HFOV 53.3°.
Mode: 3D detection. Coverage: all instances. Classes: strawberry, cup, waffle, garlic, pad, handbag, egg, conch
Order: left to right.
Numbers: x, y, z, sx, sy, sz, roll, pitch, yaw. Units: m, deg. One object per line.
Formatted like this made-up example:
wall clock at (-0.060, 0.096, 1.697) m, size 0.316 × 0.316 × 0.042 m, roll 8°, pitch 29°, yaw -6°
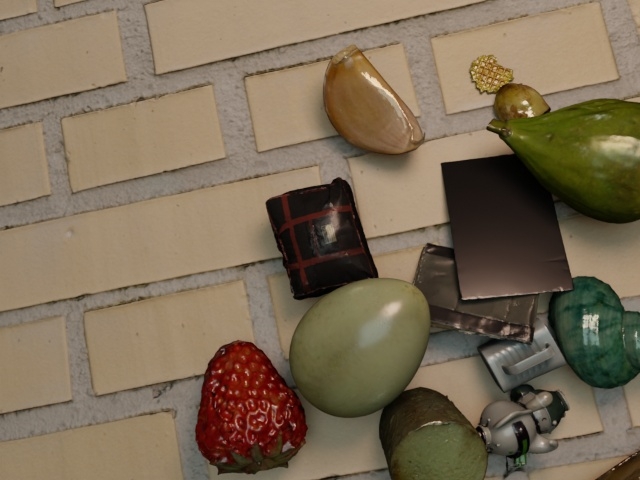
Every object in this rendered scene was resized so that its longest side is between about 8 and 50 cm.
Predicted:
strawberry at (-0.138, 0.297, 1.173) m, size 0.205 × 0.205 × 0.244 m, roll -19°, pitch 59°, yaw 3°
handbag at (0.000, 0.000, 1.207) m, size 0.169 × 0.155 × 0.215 m, roll -18°, pitch 82°, yaw 10°
egg at (0.072, 0.180, 1.118) m, size 0.218 × 0.218 × 0.295 m, roll 46°, pitch 122°, yaw 11°
garlic at (0.103, -0.257, 1.235) m, size 0.145 × 0.164 × 0.245 m, roll -39°, pitch 84°, yaw -18°
pad at (0.284, 0.093, 1.176) m, size 0.233 × 0.022 × 0.174 m, roll 8°, pitch 59°, yaw 21°
waffle at (0.344, -0.339, 1.292) m, size 0.078 × 0.016 × 0.085 m, roll -33°, pitch 78°, yaw 0°
pad at (0.346, -0.034, 1.204) m, size 0.202 × 0.005 × 0.299 m, roll -6°, pitch 63°, yaw 6°
cup at (0.364, 0.207, 1.143) m, size 0.130 × 0.128 × 0.095 m, roll -30°, pitch 89°, yaw 4°
conch at (0.510, 0.165, 1.129) m, size 0.202 × 0.134 × 0.196 m, roll 18°, pitch 85°, yaw 10°

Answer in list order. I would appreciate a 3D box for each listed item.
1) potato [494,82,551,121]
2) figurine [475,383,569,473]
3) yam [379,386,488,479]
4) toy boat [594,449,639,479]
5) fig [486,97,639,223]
potato at (0.389, -0.265, 1.244) m, size 0.103 × 0.066 × 0.096 m, roll 43°, pitch 85°, yaw 4°
figurine at (0.350, 0.327, 1.131) m, size 0.193 × 0.147 × 0.126 m, roll -16°, pitch 59°, yaw -15°
yam at (0.183, 0.347, 1.084) m, size 0.161 × 0.268 × 0.161 m, roll 0°, pitch 89°, yaw 0°
toy boat at (0.553, 0.469, 1.079) m, size 0.446 × 0.136 × 0.162 m, roll -33°, pitch 83°, yaw 0°
fig at (0.488, -0.176, 1.139) m, size 0.314 × 0.233 × 0.233 m, roll 45°, pitch 88°, yaw 7°
